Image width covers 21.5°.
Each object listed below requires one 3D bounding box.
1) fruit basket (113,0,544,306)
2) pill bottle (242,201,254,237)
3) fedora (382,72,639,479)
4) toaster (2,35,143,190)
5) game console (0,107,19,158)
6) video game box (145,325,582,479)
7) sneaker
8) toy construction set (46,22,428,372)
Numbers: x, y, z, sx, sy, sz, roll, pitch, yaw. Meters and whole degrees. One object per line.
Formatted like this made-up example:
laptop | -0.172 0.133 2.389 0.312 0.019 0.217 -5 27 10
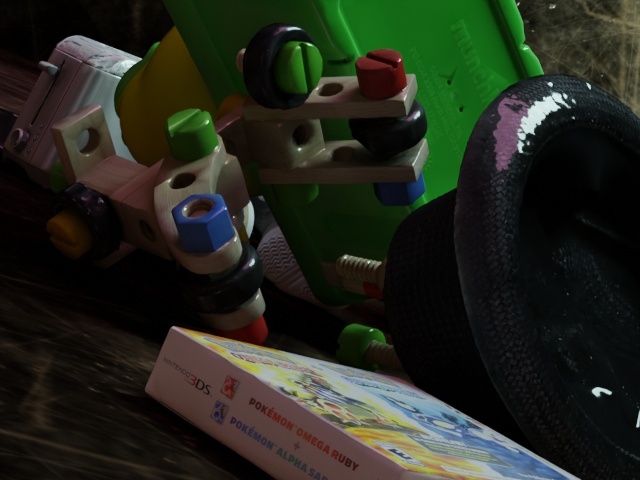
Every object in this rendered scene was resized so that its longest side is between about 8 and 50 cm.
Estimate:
fruit basket | -0.002 -0.137 1.451 0.392 0.283 0.392 44 -22 23
pill bottle | -0.127 -0.028 1.576 0.120 0.067 0.067 19 6 -37
fedora | 0.157 0.049 1.197 0.152 0.334 0.334 -13 -20 39
toaster | -0.192 -0.106 1.672 0.227 0.146 0.129 19 7 -36
game console | -0.370 -0.111 1.716 0.122 0.071 0.107 19 36 -25
video game box | 0.037 0.114 0.921 0.187 0.048 0.205 24 4 42
sneaker | 0.000 0.000 1.650 0.153 0.101 0.268 34 8 -41
toy construction set | -0.057 -0.029 1.254 0.237 0.257 0.309 11 -24 40
